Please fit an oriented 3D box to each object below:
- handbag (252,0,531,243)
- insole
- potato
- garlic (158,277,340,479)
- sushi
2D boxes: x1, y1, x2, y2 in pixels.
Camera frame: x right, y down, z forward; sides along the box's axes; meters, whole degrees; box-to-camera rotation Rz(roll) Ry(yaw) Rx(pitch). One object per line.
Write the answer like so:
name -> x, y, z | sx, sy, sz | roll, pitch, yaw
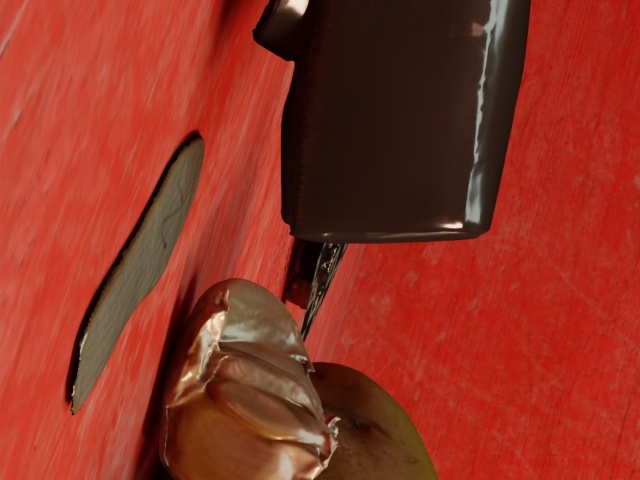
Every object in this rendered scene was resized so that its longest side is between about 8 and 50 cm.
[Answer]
handbag -> 0.040, -0.167, 0.789 | 0.257, 0.113, 0.285 | -80, 176, -63
insole -> -0.069, 0.007, 0.707 | 0.188, 0.004, 0.064 | -68, 172, -61
potato -> -0.012, 0.152, 0.964 | 0.137, 0.154, 0.200 | -39, -160, 25
garlic -> -0.040, 0.077, 0.889 | 0.074, 0.094, 0.113 | -4, -113, 59
sushi -> 0.000, 0.000, 1.526 | 0.201, 0.031, 0.139 | -64, 171, -51
